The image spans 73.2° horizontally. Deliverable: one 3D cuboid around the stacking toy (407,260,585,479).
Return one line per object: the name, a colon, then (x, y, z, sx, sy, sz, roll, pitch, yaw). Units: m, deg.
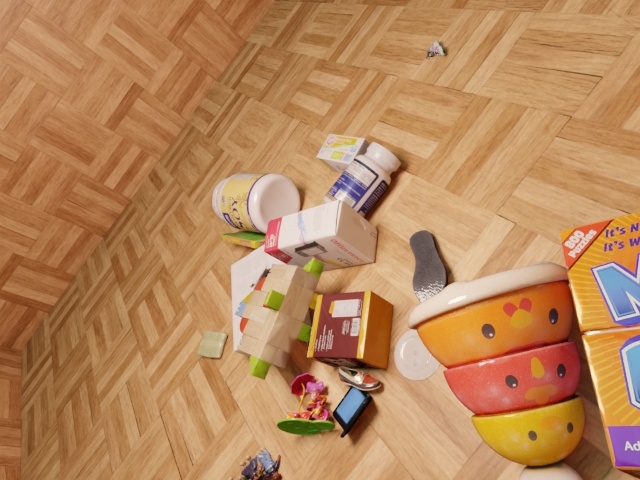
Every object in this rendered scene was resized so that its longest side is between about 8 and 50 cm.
stacking toy: (0.409, 0.311, 0.865, 0.350, 0.350, 0.480, -27, 67, 28)

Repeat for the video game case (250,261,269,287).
video game case: (-0.213, 0.122, 1.504, 0.087, 0.011, 0.122, -57, 4, -18)

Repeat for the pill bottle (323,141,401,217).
pill bottle: (0.144, -0.195, 1.474, 0.264, 0.153, 0.153, -51, 42, 4)

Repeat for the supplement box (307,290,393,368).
supplement box: (0.088, 0.263, 1.253, 0.194, 0.129, 0.191, -11, 59, 38)

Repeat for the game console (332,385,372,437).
game console: (0.079, 0.462, 1.184, 0.071, 0.107, 0.122, 35, 91, 20)

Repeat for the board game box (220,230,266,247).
board game box: (-0.297, -0.008, 1.785, 0.259, 0.124, 0.039, 14, 108, 45)

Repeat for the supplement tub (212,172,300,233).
supplement tub: (-0.270, -0.156, 1.764, 0.331, 0.241, 0.241, 9, 71, 45)

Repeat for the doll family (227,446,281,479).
doll family: (-0.195, 0.710, 1.275, 0.193, 0.076, 0.111, -55, 37, -4)

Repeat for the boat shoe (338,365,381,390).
boat shoe: (0.107, 0.385, 1.210, 0.137, 0.049, 0.043, -2, 100, 42)

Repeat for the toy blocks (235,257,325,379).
toy blocks: (-0.163, 0.224, 1.365, 0.261, 0.191, 0.381, 0, 63, 53)

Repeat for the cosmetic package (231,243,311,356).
cosmetic package: (-0.193, 0.193, 1.579, 0.284, 0.097, 0.377, -32, 47, 25)

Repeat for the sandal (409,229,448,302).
sandal: (0.313, 0.077, 1.232, 0.097, 0.054, 0.254, -18, 44, 25)

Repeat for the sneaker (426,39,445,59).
sneaker: (0.429, -0.706, 1.625, 0.069, 0.038, 0.098, -33, 37, 25)

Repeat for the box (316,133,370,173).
box: (0.100, -0.322, 1.630, 0.203, 0.103, 0.114, 22, 81, 47)

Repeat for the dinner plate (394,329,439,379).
dinner plate: (0.258, 0.302, 1.158, 0.141, 0.017, 0.141, -22, 53, 32)

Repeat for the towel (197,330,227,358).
towel: (-0.431, 0.413, 1.710, 0.148, 0.027, 0.110, -6, 62, 40)

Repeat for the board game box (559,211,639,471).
board game box: (0.629, 0.166, 0.648, 0.356, 0.356, 0.356, -19, 53, 34)

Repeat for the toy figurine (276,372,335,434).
toy figurine: (-0.034, 0.467, 1.262, 0.173, 0.130, 0.159, -14, 46, 22)

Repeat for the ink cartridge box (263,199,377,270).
ink cartridge box: (0.000, 0.000, 1.429, 0.306, 0.226, 0.131, -12, 58, 38)
